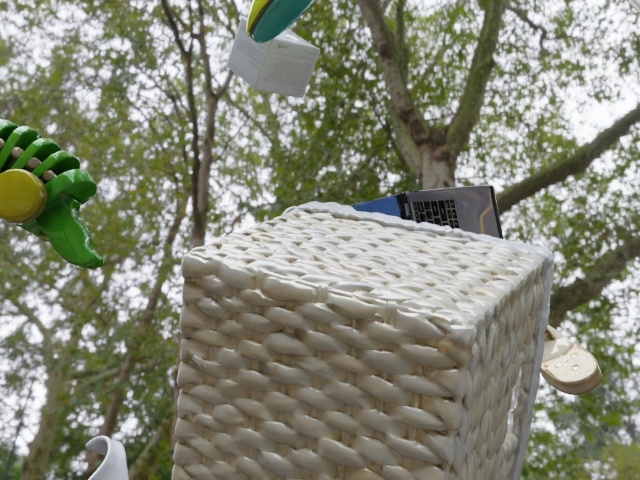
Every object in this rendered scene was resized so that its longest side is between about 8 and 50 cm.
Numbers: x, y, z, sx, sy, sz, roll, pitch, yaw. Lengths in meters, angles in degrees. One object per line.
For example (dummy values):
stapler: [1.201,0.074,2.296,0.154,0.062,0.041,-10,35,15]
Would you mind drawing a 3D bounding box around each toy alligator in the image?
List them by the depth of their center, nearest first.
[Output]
toy alligator: [-0.191,-0.051,0.378,0.190,0.051,0.056,32,-11,10]

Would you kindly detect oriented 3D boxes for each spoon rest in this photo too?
spoon rest: [-0.434,0.500,1.323,0.137,0.276,0.084,35,-74,-32]

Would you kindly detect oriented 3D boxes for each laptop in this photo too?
laptop: [0.203,0.093,1.521,0.236,0.381,0.408,-21,13,-35]

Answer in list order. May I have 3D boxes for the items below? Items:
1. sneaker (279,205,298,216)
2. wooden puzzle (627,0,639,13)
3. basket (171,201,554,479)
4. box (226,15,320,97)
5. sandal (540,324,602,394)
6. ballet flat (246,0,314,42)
sneaker: [0.000,0.000,1.469,0.217,0.079,0.121,37,-12,-10]
wooden puzzle: [0.482,-0.286,0.836,0.239,0.221,0.044,8,-47,-17]
basket: [0.039,0.152,0.712,0.331,0.328,0.266,13,16,30]
box: [-0.076,-0.292,1.054,0.102,0.101,0.087,1,-58,-41]
sandal: [0.278,0.119,0.892,0.088,0.240,0.079,-31,-68,-11]
ballet flat: [-0.019,-0.347,0.818,0.231,0.077,0.077,-36,-13,30]
